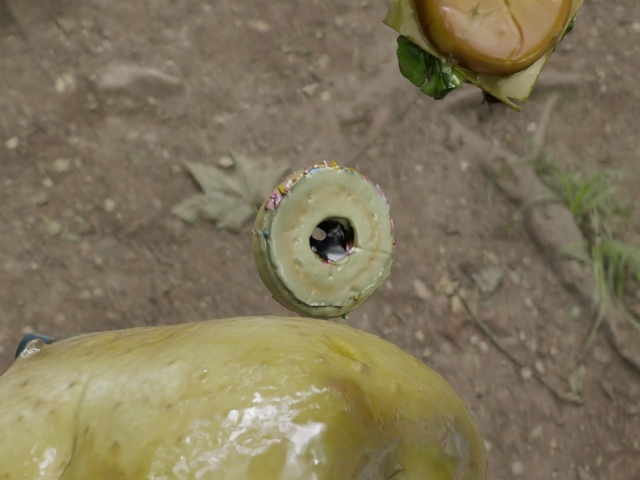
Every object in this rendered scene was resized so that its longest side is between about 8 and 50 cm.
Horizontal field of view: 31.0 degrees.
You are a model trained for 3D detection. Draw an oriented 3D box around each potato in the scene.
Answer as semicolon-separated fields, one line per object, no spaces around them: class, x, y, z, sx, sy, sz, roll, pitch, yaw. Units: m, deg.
potato;-0.038;0.136;0.588;0.242;0.285;0.242;-5;82;44

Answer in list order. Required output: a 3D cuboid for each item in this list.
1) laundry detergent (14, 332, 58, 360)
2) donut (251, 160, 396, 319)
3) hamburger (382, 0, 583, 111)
laundry detergent;-0.246;0.150;1.311;0.206;0.096;0.061;6;61;31
donut;0.000;0.000;1.249;0.174;0.174;0.068;-44;22;-19
hamburger;0.130;-0.199;0.940;0.189;0.164;0.093;-49;15;-8
